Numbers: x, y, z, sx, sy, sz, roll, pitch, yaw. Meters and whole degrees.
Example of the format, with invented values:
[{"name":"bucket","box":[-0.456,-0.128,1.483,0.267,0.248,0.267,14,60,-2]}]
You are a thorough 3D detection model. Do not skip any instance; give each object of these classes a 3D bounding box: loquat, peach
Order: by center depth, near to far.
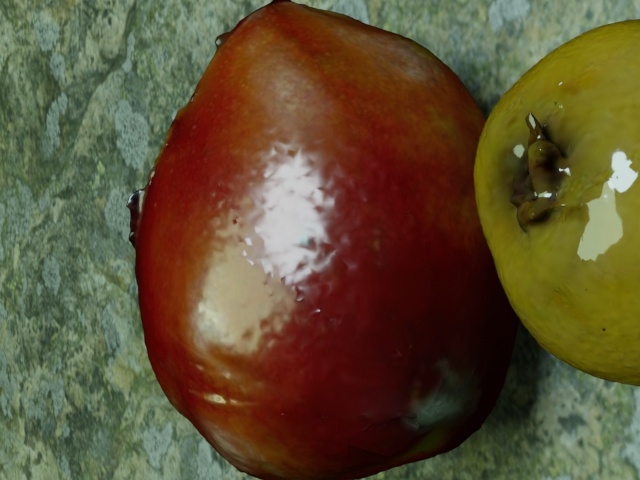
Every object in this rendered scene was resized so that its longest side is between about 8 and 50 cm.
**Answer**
[{"name":"loquat","box":[0.187,-0.021,0.977,0.208,0.208,0.208,11,103,57]},{"name":"peach","box":[0.000,0.000,1.218,0.281,0.281,0.338,-25,76,57]}]
